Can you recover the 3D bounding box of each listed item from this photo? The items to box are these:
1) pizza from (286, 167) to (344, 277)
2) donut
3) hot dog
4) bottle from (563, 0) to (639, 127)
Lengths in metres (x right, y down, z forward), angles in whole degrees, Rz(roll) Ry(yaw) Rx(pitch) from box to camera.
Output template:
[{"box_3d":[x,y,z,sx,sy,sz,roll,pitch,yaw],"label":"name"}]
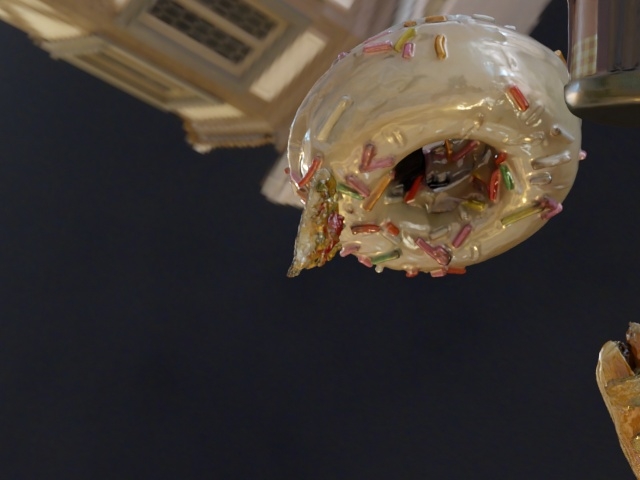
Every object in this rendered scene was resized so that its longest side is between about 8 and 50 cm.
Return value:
[{"box_3d":[0.001,0.000,0.839,0.025,0.083,0.078,13,-127,13],"label":"pizza"},{"box_3d":[0.144,-0.101,1.523,0.382,0.382,0.142,-39,-141,27],"label":"donut"},{"box_3d":[0.354,0.195,1.235,0.109,0.269,0.072,-28,-165,-11],"label":"hot dog"},{"box_3d":[0.266,-0.230,0.970,0.143,0.156,0.271,164,-71,-78],"label":"bottle"}]
